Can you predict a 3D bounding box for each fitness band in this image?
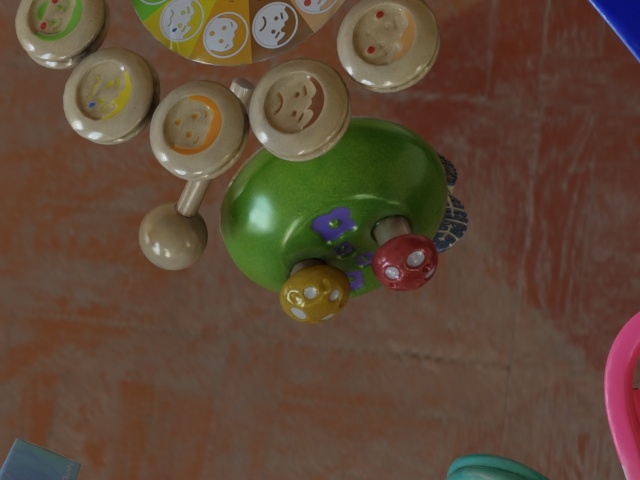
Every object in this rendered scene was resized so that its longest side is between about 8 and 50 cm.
[{"bbox_3d":[0.406,0.193,1.707,0.209,0.054,0.291,-25,75,30],"label":"fitness band"}]

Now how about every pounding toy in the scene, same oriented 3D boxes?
[{"bbox_3d":[0.000,0.000,1.274,0.183,0.237,0.110,-52,38,31],"label":"pounding toy"}]

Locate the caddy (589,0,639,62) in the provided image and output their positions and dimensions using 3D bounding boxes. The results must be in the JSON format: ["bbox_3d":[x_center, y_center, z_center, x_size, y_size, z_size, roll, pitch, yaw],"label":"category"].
[{"bbox_3d":[0.248,-0.239,1.132,0.179,0.241,0.341,-27,67,-21],"label":"caddy"}]

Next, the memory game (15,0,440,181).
[{"bbox_3d":[-0.030,-0.111,0.612,0.186,0.012,0.186,-5,73,17],"label":"memory game"}]

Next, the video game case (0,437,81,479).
[{"bbox_3d":[-0.271,0.315,1.232,0.061,0.269,0.244,25,113,-7],"label":"video game case"}]

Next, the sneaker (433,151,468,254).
[{"bbox_3d":[0.093,-0.022,1.467,0.052,0.058,0.135,26,33,-13],"label":"sneaker"}]

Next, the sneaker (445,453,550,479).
[{"bbox_3d":[0.067,0.230,1.081,0.124,0.295,0.178,57,41,0],"label":"sneaker"}]
